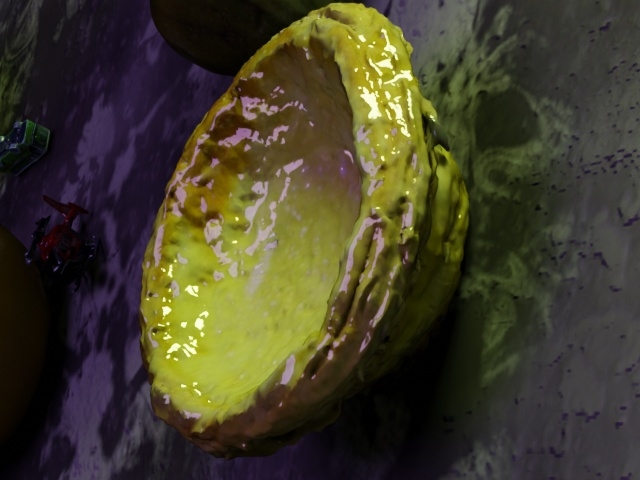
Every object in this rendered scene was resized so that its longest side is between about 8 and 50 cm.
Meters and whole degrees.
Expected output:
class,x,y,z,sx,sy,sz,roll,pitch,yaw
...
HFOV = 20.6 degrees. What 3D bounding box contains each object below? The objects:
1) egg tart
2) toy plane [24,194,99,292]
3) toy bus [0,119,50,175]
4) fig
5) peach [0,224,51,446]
class,x,y,z,sx,sy,sz,roll,pitch,yaw
egg tart,0.000,0.000,1.064,0.294,0.123,0.294,-36,43,42
toy plane,-0.227,0.001,1.544,0.037,0.060,0.145,-59,15,22
toy bus,-0.300,-0.092,1.755,0.083,0.037,0.031,-28,49,52
fig,-0.030,-0.170,1.268,0.126,0.184,0.133,-45,-24,-60
peach,-0.340,0.092,1.598,0.251,0.153,0.251,-21,63,49
